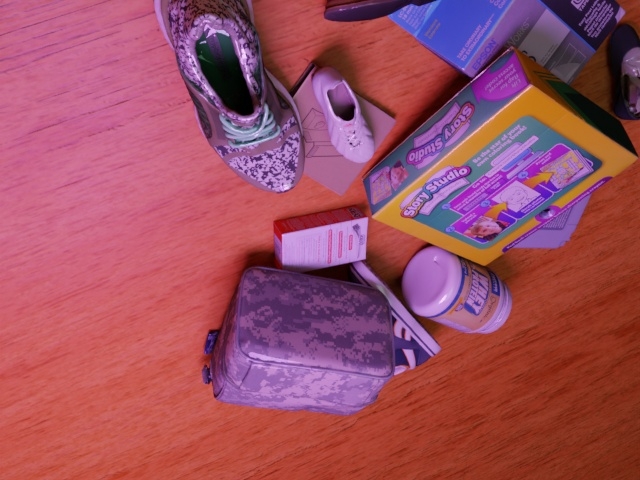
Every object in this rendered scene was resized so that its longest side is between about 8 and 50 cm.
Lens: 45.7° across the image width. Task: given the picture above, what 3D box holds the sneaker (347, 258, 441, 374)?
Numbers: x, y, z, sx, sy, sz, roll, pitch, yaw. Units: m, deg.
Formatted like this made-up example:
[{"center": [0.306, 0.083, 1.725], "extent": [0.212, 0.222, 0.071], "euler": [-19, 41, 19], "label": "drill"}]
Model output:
[{"center": [0.123, 0.168, 1.510], "extent": [0.127, 0.126, 0.321], "euler": [-38, 128, 3], "label": "sneaker"}]

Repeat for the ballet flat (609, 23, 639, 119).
[{"center": [0.600, -0.316, 1.458], "extent": [0.074, 0.074, 0.203], "euler": [-26, 129, -9], "label": "ballet flat"}]

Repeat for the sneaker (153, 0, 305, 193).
[{"center": [-0.122, -0.194, 1.087], "extent": [0.157, 0.182, 0.410], "euler": [-21, 134, 5], "label": "sneaker"}]

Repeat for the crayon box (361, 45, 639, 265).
[{"center": [0.310, -0.127, 1.337], "extent": [0.313, 0.106, 0.363], "euler": [22, 133, -35], "label": "crayon box"}]

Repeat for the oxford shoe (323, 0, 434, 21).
[{"center": [0.100, -0.391, 1.171], "extent": [0.212, 0.076, 0.076], "euler": [-18, 92, -6], "label": "oxford shoe"}]

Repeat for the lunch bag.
[{"center": [-0.045, 0.207, 1.371], "extent": [0.304, 0.213, 0.256], "euler": [10, 138, -14], "label": "lunch bag"}]

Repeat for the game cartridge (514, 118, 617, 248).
[{"center": [0.470, -0.119, 1.537], "extent": [0.195, 0.060, 0.294], "euler": [-1, 121, -30], "label": "game cartridge"}]

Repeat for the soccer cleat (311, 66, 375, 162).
[{"center": [0.042, -0.192, 1.230], "extent": [0.068, 0.076, 0.196], "euler": [-34, 130, -3], "label": "soccer cleat"}]

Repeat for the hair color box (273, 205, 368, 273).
[{"center": [0.000, 0.000, 1.382], "extent": [0.167, 0.053, 0.093], "euler": [-11, 124, -18], "label": "hair color box"}]

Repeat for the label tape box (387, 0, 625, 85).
[{"center": [0.312, -0.371, 1.254], "extent": [0.333, 0.106, 0.241], "euler": [24, 109, -36], "label": "label tape box"}]

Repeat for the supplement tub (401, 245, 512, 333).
[{"center": [0.277, 0.104, 1.530], "extent": [0.199, 0.144, 0.144], "euler": [23, 109, -36], "label": "supplement tub"}]

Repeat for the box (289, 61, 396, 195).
[{"center": [0.012, -0.184, 1.285], "extent": [0.201, 0.021, 0.164], "euler": [28, 106, -36], "label": "box"}]
